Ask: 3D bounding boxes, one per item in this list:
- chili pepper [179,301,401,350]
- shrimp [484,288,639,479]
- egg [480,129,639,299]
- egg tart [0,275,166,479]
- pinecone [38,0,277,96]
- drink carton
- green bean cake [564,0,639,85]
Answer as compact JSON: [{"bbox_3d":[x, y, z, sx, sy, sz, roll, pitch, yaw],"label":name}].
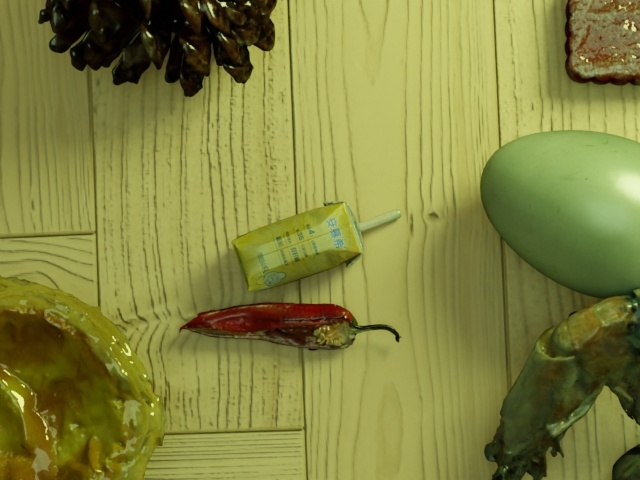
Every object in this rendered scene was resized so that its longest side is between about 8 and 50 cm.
[{"bbox_3d":[-0.036,0.100,1.716,0.268,0.059,0.050,2,50,8],"label":"chili pepper"},{"bbox_3d":[0.321,0.200,1.620,0.247,0.085,0.360,34,115,-15],"label":"shrimp"},{"bbox_3d":[0.308,-0.033,1.616,0.264,0.183,0.183,21,90,12],"label":"egg"},{"bbox_3d":[-0.351,0.203,1.698,0.341,0.132,0.341,0,88,7],"label":"egg tart"},{"bbox_3d":[-0.183,-0.283,1.662,0.309,0.244,0.244,-8,87,21],"label":"pinecone"},{"bbox_3d":[0.000,0.000,1.700,0.200,0.074,0.084,-20,87,6],"label":"drink carton"},{"bbox_3d":[0.357,-0.251,1.681,0.135,0.056,0.135,2,88,7],"label":"green bean cake"}]
